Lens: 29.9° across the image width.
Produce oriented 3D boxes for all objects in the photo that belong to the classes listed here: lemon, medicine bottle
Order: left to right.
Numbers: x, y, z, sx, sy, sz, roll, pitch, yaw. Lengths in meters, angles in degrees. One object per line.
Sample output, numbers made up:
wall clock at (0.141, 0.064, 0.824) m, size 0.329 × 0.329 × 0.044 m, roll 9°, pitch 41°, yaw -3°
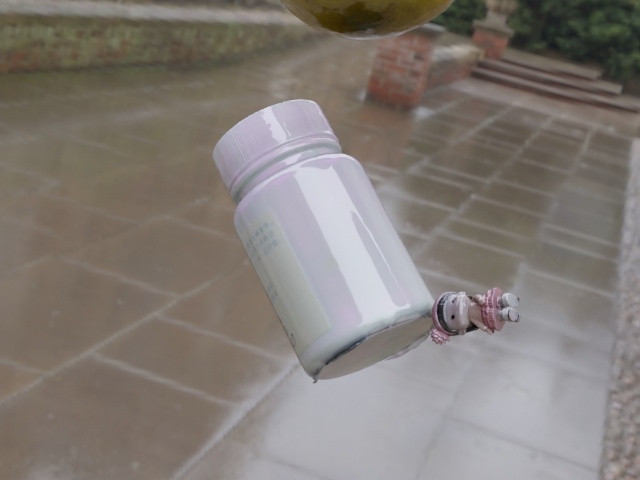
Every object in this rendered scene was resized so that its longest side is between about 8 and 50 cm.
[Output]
medicine bottle at (0.000, 0.000, 1.743) m, size 0.214 × 0.213 × 0.378 m, roll -3°, pitch 62°, yaw -53°
lemon at (0.068, -0.416, 1.654) m, size 0.297 × 0.297 × 0.297 m, roll 14°, pitch 13°, yaw -3°

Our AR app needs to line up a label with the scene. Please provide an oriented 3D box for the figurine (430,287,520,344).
figurine at (0.207, 0.102, 1.606) m, size 0.129 × 0.072 × 0.054 m, roll -7°, pitch -12°, yaw 34°
